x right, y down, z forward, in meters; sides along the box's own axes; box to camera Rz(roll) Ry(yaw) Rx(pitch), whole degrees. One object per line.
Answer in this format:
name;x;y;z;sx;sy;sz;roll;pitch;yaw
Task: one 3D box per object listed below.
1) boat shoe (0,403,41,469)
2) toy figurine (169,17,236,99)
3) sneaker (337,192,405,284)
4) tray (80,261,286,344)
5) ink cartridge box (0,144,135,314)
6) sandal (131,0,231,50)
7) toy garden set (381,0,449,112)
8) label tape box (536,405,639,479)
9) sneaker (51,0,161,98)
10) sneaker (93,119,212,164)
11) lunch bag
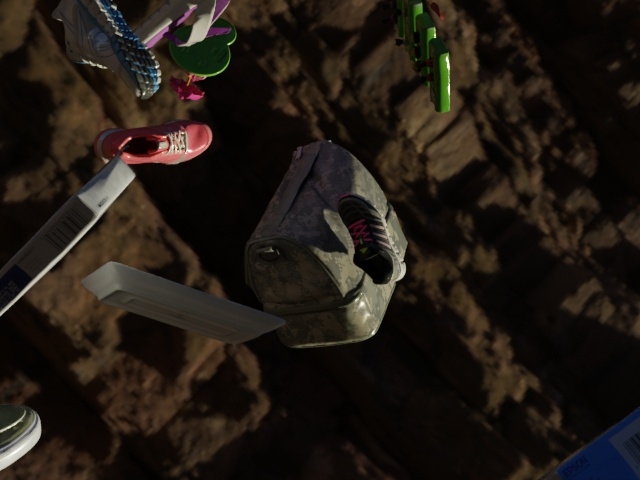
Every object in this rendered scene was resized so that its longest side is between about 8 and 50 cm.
boat shoe;-0.534;0.285;1.474;0.109;0.302;0.094;32;-53;42
toy figurine;-0.265;-0.377;2.272;0.130;0.173;0.159;37;-33;0
sneaker;0.077;0.002;1.728;0.063;0.075;0.170;-26;-83;30
tray;-0.197;0.098;1.495;0.270;0.030;0.145;21;-23;-23
ink cartridge box;-0.343;-0.014;1.409;0.045;0.223;0.224;44;21;-11
sandal;-0.184;-0.381;1.736;0.416;0.169;0.102;-26;-72;38
toy garden set;0.134;-0.341;1.591;0.203;0.049;0.244;82;-7;-45
label tape box;0.407;0.427;1.743;0.115;0.249;0.347;54;-36;14
sneaker;-0.270;-0.238;1.315;0.190;0.083;0.071;55;19;20
sneaker;-0.403;-0.237;2.670;0.136;0.314;0.115;13;-68;58
lunch bag;0.000;0.000;1.862;0.213;0.305;0.256;-6;-53;28
